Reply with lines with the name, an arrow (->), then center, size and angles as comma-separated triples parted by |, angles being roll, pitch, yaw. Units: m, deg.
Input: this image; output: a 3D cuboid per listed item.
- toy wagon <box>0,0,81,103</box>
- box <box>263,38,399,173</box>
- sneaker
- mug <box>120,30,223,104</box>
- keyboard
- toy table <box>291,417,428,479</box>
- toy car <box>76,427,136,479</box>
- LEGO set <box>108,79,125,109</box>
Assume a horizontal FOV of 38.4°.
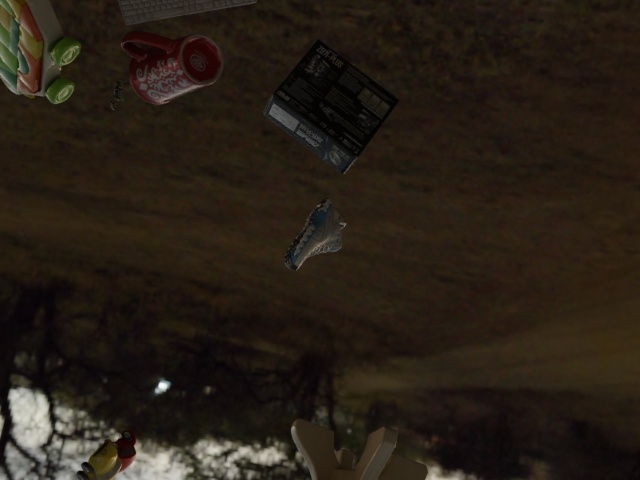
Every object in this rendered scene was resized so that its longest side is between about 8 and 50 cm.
toy wagon -> -0.566, -0.370, 1.707 | 0.267, 0.068, 0.344 | 45, 147, 8
box -> 0.018, -0.231, 1.588 | 0.180, 0.147, 0.077 | 36, 156, -2
sneaker -> 0.000, 0.000, 1.753 | 0.083, 0.191, 0.071 | 42, 138, -10
mug -> -0.272, -0.314, 1.654 | 0.150, 0.113, 0.169 | 3, 178, -39
keyboard -> -0.249, -0.456, 1.721 | 0.256, 0.072, 0.014 | -15, 161, -18
toy table -> 0.056, 0.421, 1.563 | 0.274, 0.161, 0.252 | 30, 148, -21
toy car -> -0.405, 0.431, 1.585 | 0.053, 0.225, 0.239 | 41, 174, 4
LEGO set -> -0.469, -0.338, 2.106 | 0.023, 0.083, 0.054 | 11, 130, 13
